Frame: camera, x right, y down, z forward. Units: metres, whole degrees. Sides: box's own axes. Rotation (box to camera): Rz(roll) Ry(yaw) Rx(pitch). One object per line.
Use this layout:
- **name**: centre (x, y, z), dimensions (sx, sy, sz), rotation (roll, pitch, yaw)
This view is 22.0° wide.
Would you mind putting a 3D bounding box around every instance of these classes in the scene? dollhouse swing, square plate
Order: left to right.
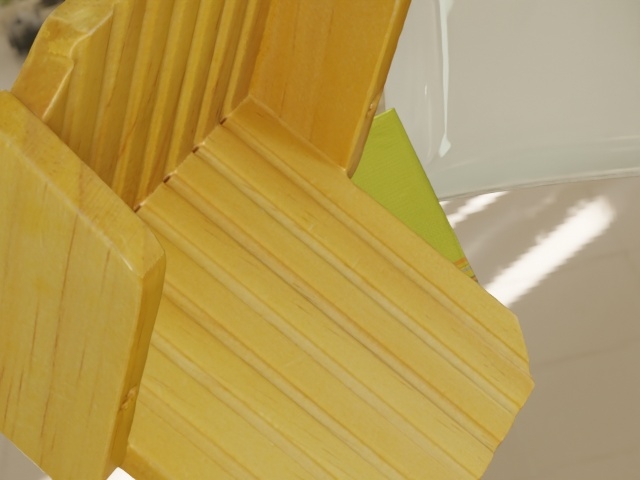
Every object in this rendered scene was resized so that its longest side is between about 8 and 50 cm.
- **dollhouse swing**: centre (0.000, 0.000, 1.007), dimensions (0.305, 0.315, 0.347), rotation (30, 46, 11)
- **square plate**: centre (0.193, -0.217, 1.489), dimensions (0.049, 0.347, 0.344), rotation (1, -5, -45)

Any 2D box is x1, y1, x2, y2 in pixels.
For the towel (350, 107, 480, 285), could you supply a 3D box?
- **towel**: centre (0.072, 0.009, 1.465), dimensions (0.102, 0.237, 0.021), rotation (-25, 0, -8)
